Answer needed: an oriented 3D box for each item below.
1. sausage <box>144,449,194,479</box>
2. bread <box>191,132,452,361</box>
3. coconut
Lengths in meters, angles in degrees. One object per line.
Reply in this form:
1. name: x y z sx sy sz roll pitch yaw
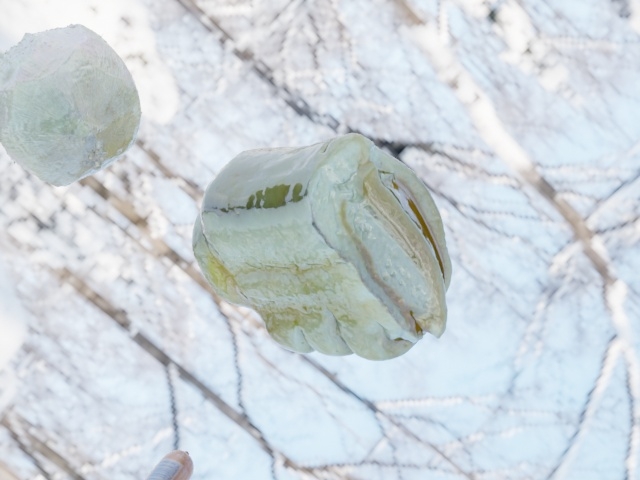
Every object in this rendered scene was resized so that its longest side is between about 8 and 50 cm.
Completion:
1. sausage: -0.243 0.375 1.761 0.053 0.053 0.348 -34 -169 32
2. bread: 0.000 0.000 1.769 0.341 0.300 0.210 -9 -147 50
3. coconut: -0.299 -0.157 1.603 0.194 0.194 0.194 -40 -158 20
